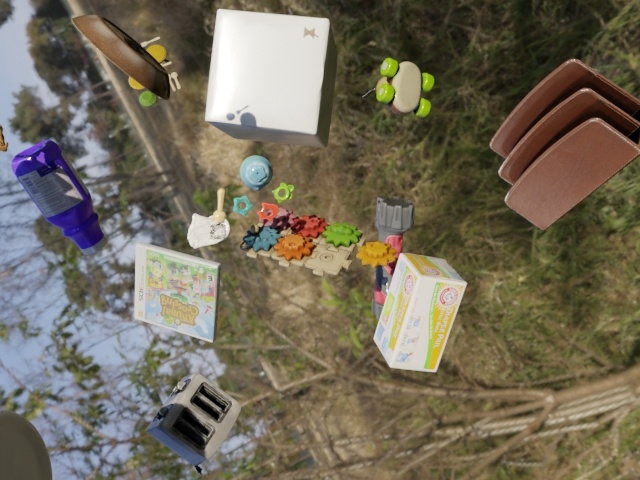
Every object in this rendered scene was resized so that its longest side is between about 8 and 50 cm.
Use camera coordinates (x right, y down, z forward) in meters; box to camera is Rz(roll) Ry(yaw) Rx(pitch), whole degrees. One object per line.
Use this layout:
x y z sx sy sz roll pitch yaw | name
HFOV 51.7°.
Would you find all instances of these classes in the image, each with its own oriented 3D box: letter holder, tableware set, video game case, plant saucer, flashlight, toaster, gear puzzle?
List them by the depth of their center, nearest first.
-0.324 -0.316 1.113 0.198 0.036 0.198 42 -173 -6 | plant saucer
0.498 -0.201 1.399 0.214 0.152 0.302 34 142 -3 | letter holder
0.000 0.000 1.433 0.175 0.339 0.044 -55 -29 -46 | gear puzzle
-0.375 -0.371 1.458 0.024 0.104 0.154 91 154 -72 | tableware set
-0.328 0.118 1.501 0.023 0.212 0.193 -42 -38 -62 | video game case
-0.301 0.439 1.603 0.185 0.168 0.110 39 144 -7 | toaster
0.184 0.049 1.619 0.103 0.103 0.304 -120 31 -64 | flashlight

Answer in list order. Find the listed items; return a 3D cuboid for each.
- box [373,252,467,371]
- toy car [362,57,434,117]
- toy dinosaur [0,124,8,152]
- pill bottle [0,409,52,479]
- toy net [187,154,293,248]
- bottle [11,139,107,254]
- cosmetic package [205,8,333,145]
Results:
0.193 0.142 1.306 0.114 0.103 0.203 -122 44 -65 | box
0.204 -0.418 1.891 0.188 0.155 0.149 -9 69 61 | toy car
-0.679 -0.226 1.374 0.211 0.064 0.112 87 166 -54 | toy dinosaur
-0.662 0.434 1.101 0.210 0.363 0.210 -19 -90 -84 | pill bottle
-0.170 -0.062 1.350 0.122 0.232 0.045 46 180 -15 | toy net
-0.608 -0.095 1.570 0.092 0.118 0.283 -114 -1 -60 | bottle
-0.132 -0.477 2.021 0.393 0.327 0.329 -16 -66 -85 | cosmetic package
